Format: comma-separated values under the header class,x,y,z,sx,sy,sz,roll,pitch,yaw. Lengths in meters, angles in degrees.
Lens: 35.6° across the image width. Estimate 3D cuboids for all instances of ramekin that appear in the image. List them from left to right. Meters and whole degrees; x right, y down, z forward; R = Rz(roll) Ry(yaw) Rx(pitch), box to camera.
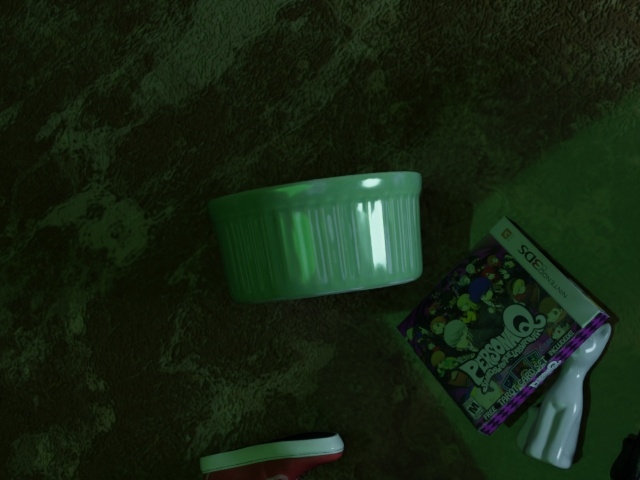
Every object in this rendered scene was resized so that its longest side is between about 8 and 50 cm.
class,x,y,z,sx,sy,sz,roll,pitch,yaw
ramekin,0.000,0.000,1.392,0.304,0.303,0.148,-9,89,21

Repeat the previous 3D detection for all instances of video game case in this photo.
class,x,y,z,sx,sy,sz,roll,pitch,yaw
video game case,0.245,0.115,1.381,0.232,0.042,0.210,-47,51,11

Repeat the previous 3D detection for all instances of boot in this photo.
class,x,y,z,sx,sy,sz,roll,pitch,yaw
boot,-0.058,0.385,1.486,0.244,0.088,0.176,-20,78,27

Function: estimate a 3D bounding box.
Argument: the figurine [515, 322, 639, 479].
class,x,y,z,sx,sy,sz,roll,pitch,yaw
figurine,0.388,0.217,1.329,0.215,0.092,0.209,17,83,23
